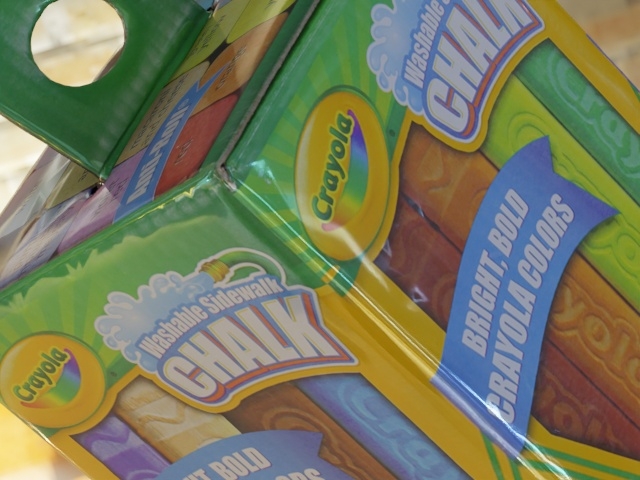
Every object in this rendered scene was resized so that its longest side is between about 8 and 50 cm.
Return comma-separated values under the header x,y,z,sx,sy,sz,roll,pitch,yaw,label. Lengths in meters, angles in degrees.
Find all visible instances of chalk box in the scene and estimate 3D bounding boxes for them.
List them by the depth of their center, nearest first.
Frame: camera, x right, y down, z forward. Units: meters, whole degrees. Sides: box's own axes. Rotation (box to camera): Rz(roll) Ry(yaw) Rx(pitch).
x,y,z,sx,sy,sz,roll,pitch,yaw,label
0.000,0.000,0.708,0.179,0.289,0.180,-26,-152,45,chalk box
